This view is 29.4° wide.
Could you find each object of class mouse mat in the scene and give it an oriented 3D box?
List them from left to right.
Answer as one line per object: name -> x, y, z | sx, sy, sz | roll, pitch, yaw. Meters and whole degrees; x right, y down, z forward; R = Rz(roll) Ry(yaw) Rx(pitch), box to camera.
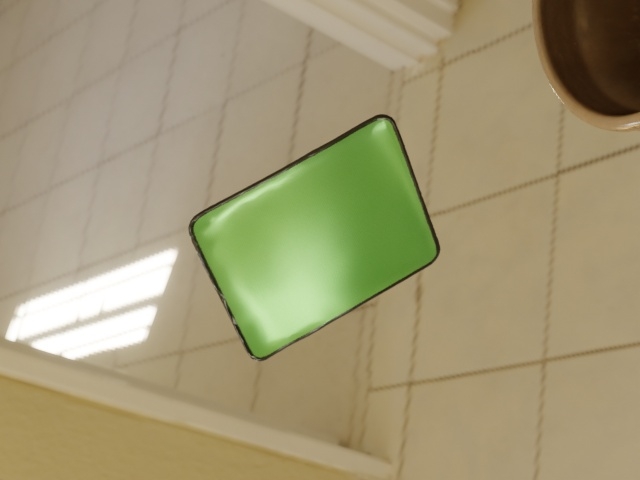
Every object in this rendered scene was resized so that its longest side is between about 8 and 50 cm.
mouse mat -> 0.000, 0.000, 0.986 | 0.189, 0.153, 0.007 | -29, 31, -10

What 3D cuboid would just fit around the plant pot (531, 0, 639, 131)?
plant pot -> 0.358, -0.223, 1.106 | 0.263, 0.229, 0.263 | -1, 89, 61
